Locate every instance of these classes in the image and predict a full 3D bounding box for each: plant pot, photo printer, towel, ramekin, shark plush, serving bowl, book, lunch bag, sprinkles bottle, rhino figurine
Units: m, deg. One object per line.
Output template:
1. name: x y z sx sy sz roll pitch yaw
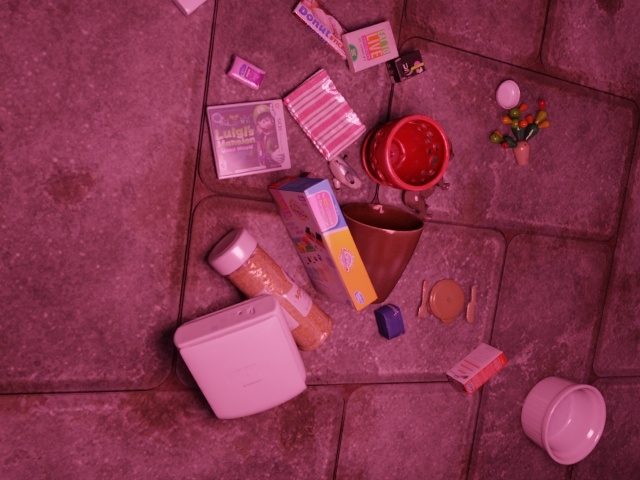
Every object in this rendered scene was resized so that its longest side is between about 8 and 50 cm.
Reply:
1. plant pot: 0.211 -0.229 1.411 0.191 0.174 0.191 -4 101 -24
2. plant pot: 0.143 0.043 1.423 0.215 0.215 0.230 1 112 -24
3. photo printer: -0.178 0.299 1.305 0.256 0.107 0.307 -19 124 -3
4. towel: 0.014 -0.318 1.369 0.144 0.029 0.197 -43 104 -17
5. ramekin: 0.822 0.601 1.838 0.277 0.135 0.277 -4 101 -24
6. shark plush: 0.050 -0.204 1.428 0.067 0.073 0.161 -36 91 -36
7. serving bowl: 0.556 -0.436 1.614 0.083 0.027 0.083 -4 100 -24
8. book: 0.127 -0.503 1.396 0.144 0.035 0.096 -27 112 -24
9. lunch bag: 0.203 0.234 1.539 0.065 0.067 0.098 -20 107 -20
10. sprinkles bottle: -0.119 0.128 1.350 0.121 0.121 0.355 -47 114 -11
11. rhino figurine: 0.314 -0.182 1.522 0.106 0.073 0.243 32 83 -28

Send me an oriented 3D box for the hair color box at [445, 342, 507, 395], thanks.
1. hair color box: 0.486 0.399 1.679 0.167 0.093 0.053 -32 109 -16

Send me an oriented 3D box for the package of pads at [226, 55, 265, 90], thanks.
1. package of pads: -0.179 -0.400 1.289 0.083 0.032 0.050 23 91 -25

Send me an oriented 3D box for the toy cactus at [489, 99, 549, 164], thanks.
1. toy cactus: 0.613 -0.317 1.629 0.219 0.112 0.180 -33 120 -25

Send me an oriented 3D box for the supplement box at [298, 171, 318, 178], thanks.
1. supplement box: -0.018 -0.135 1.390 0.083 0.055 0.043 40 80 -25

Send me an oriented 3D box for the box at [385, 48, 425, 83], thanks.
1. box: 0.229 -0.468 1.450 0.083 0.052 0.062 -29 109 -16

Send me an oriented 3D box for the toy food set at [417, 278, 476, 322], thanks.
1. toy food set: 0.378 0.182 1.633 0.192 0.038 0.132 9 87 -20

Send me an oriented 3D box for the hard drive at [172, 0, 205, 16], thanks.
1. hard drive: -0.252 -0.689 1.205 0.319 0.040 0.210 -45 113 -12

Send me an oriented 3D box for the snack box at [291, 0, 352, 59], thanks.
1. snack box: 0.014 -0.540 1.358 0.178 0.022 0.064 34 83 -25

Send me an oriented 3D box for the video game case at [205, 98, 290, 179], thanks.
1. video game case: -0.173 -0.249 1.320 0.191 0.022 0.173 -12 103 -22

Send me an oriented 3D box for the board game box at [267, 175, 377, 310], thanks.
1. board game box: 0.000 0.000 1.317 0.064 0.242 0.316 -30 110 -19
